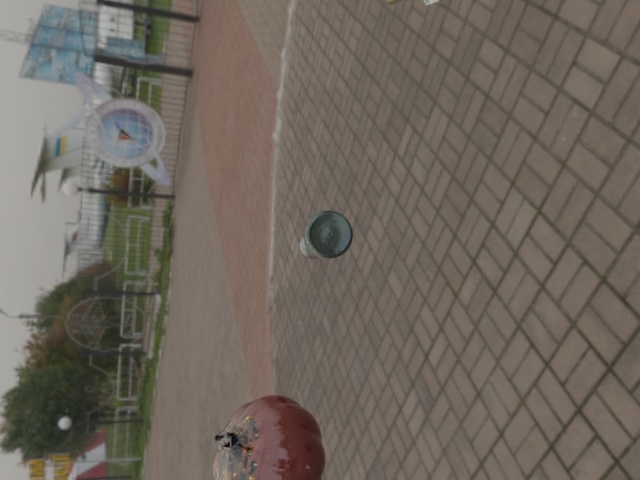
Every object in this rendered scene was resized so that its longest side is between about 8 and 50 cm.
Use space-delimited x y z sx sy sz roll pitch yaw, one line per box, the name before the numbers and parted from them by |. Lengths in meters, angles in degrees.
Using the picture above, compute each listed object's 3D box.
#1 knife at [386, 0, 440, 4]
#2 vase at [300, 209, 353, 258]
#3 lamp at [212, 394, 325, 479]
knife | 0.129 -0.305 0.706 0.298 0.017 0.047 -131 41 -72
vase | 0.000 0.000 1.141 0.214 0.086 0.086 145 127 -79
lamp | -0.077 0.297 0.788 0.182 0.140 0.182 -30 48 41
